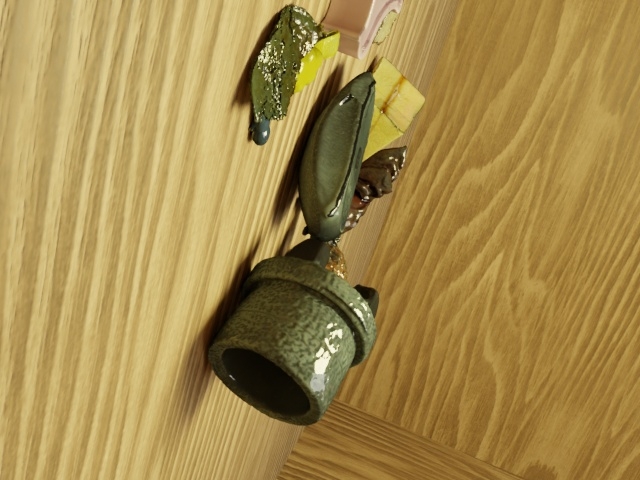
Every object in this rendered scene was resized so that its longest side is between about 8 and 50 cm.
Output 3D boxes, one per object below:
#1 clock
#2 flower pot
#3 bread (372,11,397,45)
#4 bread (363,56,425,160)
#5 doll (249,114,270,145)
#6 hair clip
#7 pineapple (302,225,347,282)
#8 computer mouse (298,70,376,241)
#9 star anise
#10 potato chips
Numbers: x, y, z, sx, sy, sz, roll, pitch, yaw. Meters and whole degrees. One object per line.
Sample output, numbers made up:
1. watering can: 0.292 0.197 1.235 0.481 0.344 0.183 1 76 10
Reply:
1. clock: 0.096 -0.469 1.339 0.290 0.080 0.276 -12 123 -77
2. flower pot: -0.039 0.178 1.367 0.283 0.299 0.299 -57 166 -35
3. bread: 0.143 -0.506 1.632 0.126 0.044 0.129 -65 175 21
4. bread: 0.114 -0.321 1.873 0.264 0.163 0.168 -31 -158 46
5. doll: -0.088 -0.193 1.070 0.125 0.027 0.037 97 16 -46
6. hair clip: -0.019 -0.294 1.172 0.173 0.046 0.072 -56 160 -48
7. pineapple: 0.000 0.000 1.576 0.119 0.111 0.237 -36 -126 54
8. computer mouse: 0.026 -0.180 1.464 0.203 0.114 0.374 82 23 -66
9. star anise: 0.117 -0.136 1.913 0.315 0.108 0.315 -45 -173 7
10. potato chips: -0.053 -0.248 1.038 0.209 0.026 0.142 -56 148 -43
